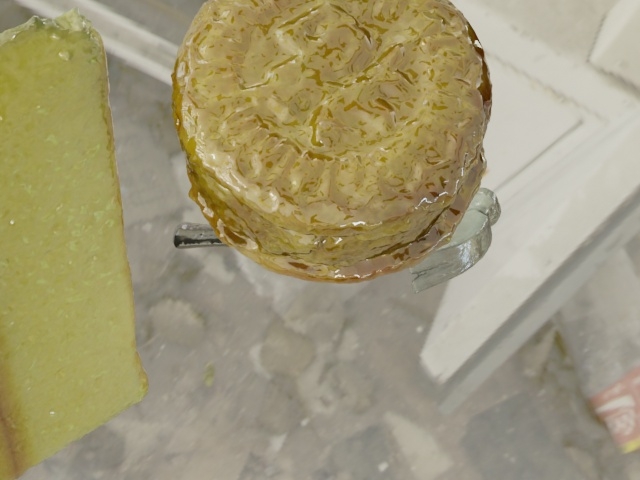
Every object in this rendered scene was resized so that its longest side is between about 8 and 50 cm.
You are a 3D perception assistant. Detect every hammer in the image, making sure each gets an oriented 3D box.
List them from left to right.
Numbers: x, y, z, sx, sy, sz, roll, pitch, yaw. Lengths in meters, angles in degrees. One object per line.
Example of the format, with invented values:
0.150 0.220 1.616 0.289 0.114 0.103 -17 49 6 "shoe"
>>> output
0.000 0.000 0.936 0.103 0.246 0.029 -57 140 -54 "hammer"

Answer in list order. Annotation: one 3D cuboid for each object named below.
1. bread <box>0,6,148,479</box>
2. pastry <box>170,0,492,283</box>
-0.226 0.027 0.853 0.233 0.362 0.245 -31 87 -27 "bread"
0.009 -0.070 0.756 0.189 0.103 0.189 1 67 -2 "pastry"
